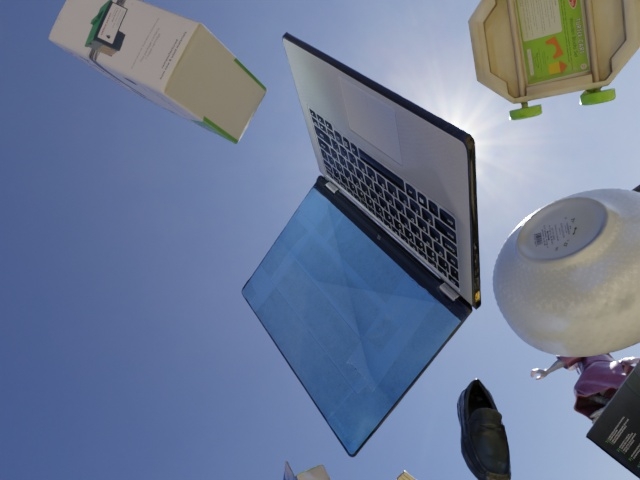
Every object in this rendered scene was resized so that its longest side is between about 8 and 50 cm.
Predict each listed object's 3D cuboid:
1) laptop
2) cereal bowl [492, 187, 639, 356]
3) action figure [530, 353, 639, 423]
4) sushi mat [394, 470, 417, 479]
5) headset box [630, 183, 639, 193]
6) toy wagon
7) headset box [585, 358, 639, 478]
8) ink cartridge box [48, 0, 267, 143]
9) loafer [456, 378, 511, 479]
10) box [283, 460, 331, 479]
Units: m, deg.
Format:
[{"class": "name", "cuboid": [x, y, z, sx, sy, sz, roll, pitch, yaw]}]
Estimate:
[{"class": "laptop", "cuboid": [0.000, 0.000, 0.715, 0.236, 0.382, 0.407, -31, -45, -13]}, {"class": "cereal bowl", "cuboid": [0.452, 0.027, 0.915, 0.339, 0.339, 0.141, -50, -64, -17]}, {"class": "action figure", "cuboid": [0.772, 0.360, 1.442, 0.370, 0.248, 0.275, -54, -12, -72]}, {"class": "sushi mat", "cuboid": [0.225, 0.549, 0.910, 0.151, 0.317, 0.019, -54, -4, 16]}, {"class": "headset box", "cuboid": [0.724, -0.003, 1.328, 0.218, 0.110, 0.293, -30, -20, -19]}, {"class": "toy wagon", "cuboid": [0.437, -0.363, 0.885, 0.068, 0.345, 0.267, -38, -62, -62]}, {"class": "headset box", "cuboid": [0.611, 0.302, 0.815, 0.131, 0.283, 0.246, 27, -84, -36]}, {"class": "ink cartridge box", "cuboid": [-0.205, -0.227, 0.666, 0.092, 0.219, 0.160, -62, -25, 0]}, {"class": "loafer", "cuboid": [0.282, 0.327, 0.902, 0.076, 0.223, 0.078, 8, -69, 2]}, {"class": "box", "cuboid": [0.011, 0.343, 0.581, 0.043, 0.178, 0.109, -13, -49, -25]}]
